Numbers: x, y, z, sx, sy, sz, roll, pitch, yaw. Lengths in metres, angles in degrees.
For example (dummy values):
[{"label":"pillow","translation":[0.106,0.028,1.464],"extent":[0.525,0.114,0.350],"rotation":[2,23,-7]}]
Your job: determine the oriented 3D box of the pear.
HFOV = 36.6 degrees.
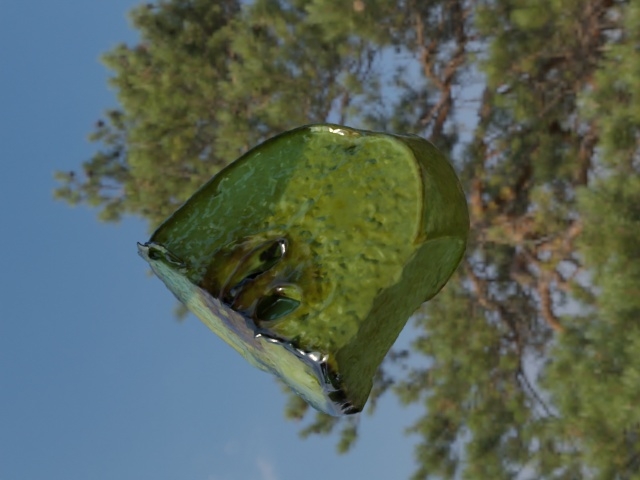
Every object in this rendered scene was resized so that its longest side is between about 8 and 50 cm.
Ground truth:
[{"label":"pear","translation":[0.000,0.000,0.904],"extent":[0.255,0.238,0.164],"rotation":[-53,-29,-16]}]
